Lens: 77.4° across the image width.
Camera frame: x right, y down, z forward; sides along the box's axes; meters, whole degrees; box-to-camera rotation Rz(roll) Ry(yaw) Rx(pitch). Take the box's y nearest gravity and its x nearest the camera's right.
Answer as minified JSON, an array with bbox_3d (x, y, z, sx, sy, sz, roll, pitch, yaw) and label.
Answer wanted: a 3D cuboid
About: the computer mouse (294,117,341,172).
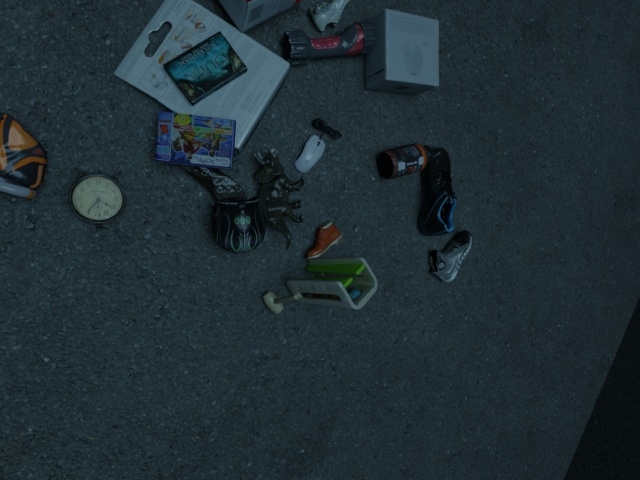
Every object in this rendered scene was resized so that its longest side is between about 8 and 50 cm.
[{"bbox_3d":[-0.015,-0.307,1.318,0.106,0.042,0.192,35,79,-25],"label":"computer mouse"}]

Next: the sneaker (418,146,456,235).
[{"bbox_3d":[0.461,-0.185,1.504,0.125,0.140,0.340,1,92,-23],"label":"sneaker"}]

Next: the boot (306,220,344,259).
[{"bbox_3d":[0.000,0.000,1.345,0.158,0.059,0.084,-39,106,-27],"label":"boot"}]

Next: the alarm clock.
[{"bbox_3d":[-0.583,-0.090,1.049,0.130,0.064,0.191,2,91,-26],"label":"alarm clock"}]

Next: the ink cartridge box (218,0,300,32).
[{"bbox_3d":[-0.197,-0.797,1.109,0.272,0.130,0.309,-39,96,-20],"label":"ink cartridge box"}]

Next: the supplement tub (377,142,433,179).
[{"bbox_3d":[0.312,-0.291,1.442,0.198,0.106,0.105,-18,102,-23],"label":"supplement tub"}]

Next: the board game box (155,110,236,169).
[{"bbox_3d":[-0.336,-0.269,1.086,0.202,0.035,0.136,6,97,-6],"label":"board game box"}]

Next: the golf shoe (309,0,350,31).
[{"bbox_3d":[0.044,-0.753,1.312,0.176,0.069,0.086,-37,129,-16],"label":"golf shoe"}]

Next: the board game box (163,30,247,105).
[{"bbox_3d":[-0.313,-0.473,1.097,0.186,0.026,0.126,-38,94,-11],"label":"board game box"}]

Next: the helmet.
[{"bbox_3d":[-0.236,-0.041,1.157,0.170,0.169,0.161,-8,105,-25],"label":"helmet"}]

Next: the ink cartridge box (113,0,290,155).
[{"bbox_3d":[-0.327,-0.476,1.153,0.385,0.091,0.308,30,81,-8],"label":"ink cartridge box"}]

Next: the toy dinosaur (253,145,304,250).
[{"bbox_3d":[-0.135,-0.129,1.253,0.161,0.121,0.313,0,99,-14],"label":"toy dinosaur"}]

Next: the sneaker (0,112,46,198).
[{"bbox_3d":[-0.809,-0.226,0.912,0.321,0.125,0.179,20,81,-36],"label":"sneaker"}]

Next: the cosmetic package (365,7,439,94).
[{"bbox_3d":[0.280,-0.641,1.381,0.224,0.138,0.224,-3,97,-25],"label":"cosmetic package"}]

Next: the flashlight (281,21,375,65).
[{"bbox_3d":[0.026,-0.640,1.283,0.304,0.103,0.103,-15,74,-23],"label":"flashlight"}]

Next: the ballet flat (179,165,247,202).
[{"bbox_3d":[-0.318,-0.177,1.180,0.250,0.058,0.084,40,89,-26],"label":"ballet flat"}]

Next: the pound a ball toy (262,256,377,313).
[{"bbox_3d":[-0.005,0.166,1.235,0.208,0.319,0.135,-43,112,-33],"label":"pound a ball toy"}]

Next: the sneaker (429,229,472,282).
[{"bbox_3d":[0.505,0.044,1.575,0.132,0.086,0.228,27,83,-23],"label":"sneaker"}]
